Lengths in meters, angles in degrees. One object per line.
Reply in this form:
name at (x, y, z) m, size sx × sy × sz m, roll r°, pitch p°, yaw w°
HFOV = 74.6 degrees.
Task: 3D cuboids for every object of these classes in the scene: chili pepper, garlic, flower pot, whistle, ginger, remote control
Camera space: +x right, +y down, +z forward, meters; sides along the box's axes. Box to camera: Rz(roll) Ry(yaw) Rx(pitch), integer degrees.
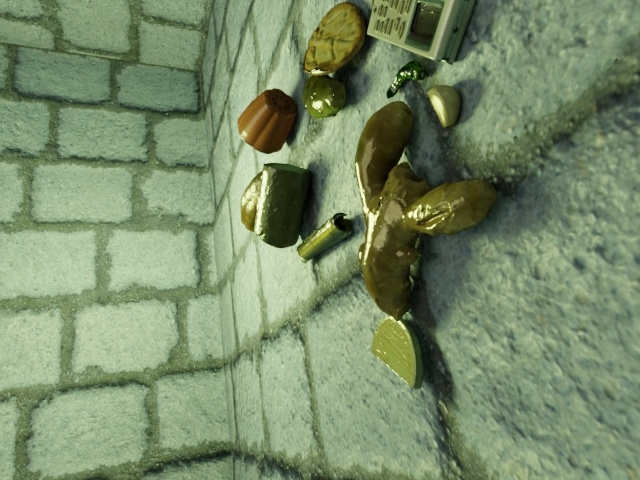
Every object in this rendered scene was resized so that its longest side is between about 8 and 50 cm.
chili pepper at (0.169, -0.332, 0.849) m, size 0.118 × 0.035 × 0.055 m, roll -7°, pitch 67°, yaw 63°
garlic at (0.217, -0.240, 0.736) m, size 0.053 × 0.041 × 0.083 m, roll 133°, pitch 125°, yaw -64°
flower pot at (-0.174, -0.430, 1.485) m, size 0.173 × 0.190 × 0.191 m, roll -38°, pitch 55°, yaw 45°
whistle at (-0.001, 0.000, 1.219) m, size 0.326 × 0.057 × 0.068 m, roll 143°, pitch 123°, yaw -62°
ginger at (0.136, -0.057, 0.830) m, size 0.363 × 0.122 × 0.348 m, roll 56°, pitch 132°, yaw 37°
remote control at (0.175, -0.423, 0.804) m, size 0.277 × 0.055 × 0.103 m, roll -121°, pitch 37°, yaw -50°

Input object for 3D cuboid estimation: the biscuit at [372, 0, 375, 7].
biscuit at (0.139, -0.557, 0.935) m, size 0.092 × 0.016 × 0.082 m, roll -113°, pitch 33°, yaw -45°

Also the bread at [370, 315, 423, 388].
bread at (0.165, 0.214, 0.875) m, size 0.193 × 0.036 × 0.112 m, roll -159°, pitch 75°, yaw -69°

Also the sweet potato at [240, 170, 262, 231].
sweet potato at (-0.219, -0.169, 1.605) m, size 0.370 × 0.157 × 0.158 m, roll 122°, pitch 140°, yaw -53°

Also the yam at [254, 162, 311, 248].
yam at (-0.128, -0.125, 1.381) m, size 0.161 × 0.161 × 0.268 m, roll -125°, pitch 40°, yaw -52°

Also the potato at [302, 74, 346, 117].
potato at (0.010, -0.391, 1.142) m, size 0.225 × 0.090 × 0.117 m, roll -131°, pitch 41°, yaw -61°

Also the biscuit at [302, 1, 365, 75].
biscuit at (0.036, -0.515, 1.090) m, size 0.203 × 0.041 × 0.260 m, roll -59°, pitch 38°, yaw 8°
